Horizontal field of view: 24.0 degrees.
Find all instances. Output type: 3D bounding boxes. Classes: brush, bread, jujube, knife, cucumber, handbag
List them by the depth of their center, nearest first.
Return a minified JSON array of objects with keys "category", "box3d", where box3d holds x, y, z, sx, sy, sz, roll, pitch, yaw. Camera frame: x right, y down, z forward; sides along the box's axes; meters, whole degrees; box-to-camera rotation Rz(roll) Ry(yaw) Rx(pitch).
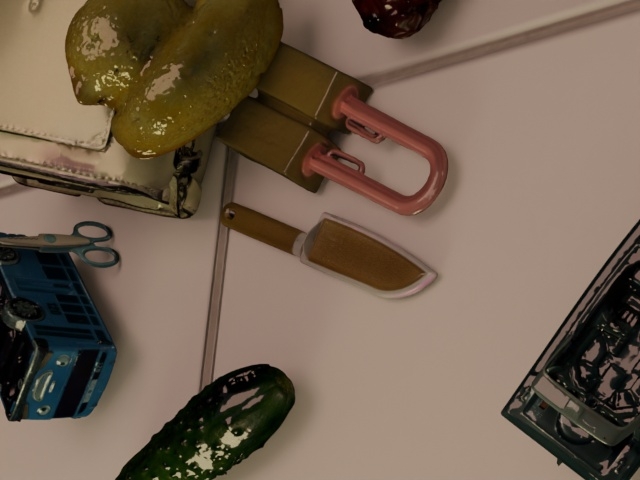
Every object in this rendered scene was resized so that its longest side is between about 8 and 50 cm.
[{"category":"jujube","box3d":[0.067,-0.243,1.185,0.104,0.104,0.166,28,101,47]},{"category":"brush","box3d":[0.016,-0.081,1.200,0.233,0.047,0.103,31,93,46]},{"category":"knife","box3d":[-0.001,0.000,1.201,0.256,0.022,0.046,22,85,47]},{"category":"cucumber","box3d":[-0.103,0.168,1.203,0.227,0.069,0.069,-41,49,30]},{"category":"bread","box3d":[-0.121,-0.168,1.231,0.187,0.065,0.149,-42,85,-6]},{"category":"handbag","box3d":[-0.174,-0.214,1.357,0.236,0.160,0.359,12,82,28]}]

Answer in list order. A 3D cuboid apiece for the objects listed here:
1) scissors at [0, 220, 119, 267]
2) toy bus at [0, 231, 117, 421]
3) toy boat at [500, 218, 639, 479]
[{"category":"scissors","box3d":[-0.244,0.002,1.375,0.014,0.119,0.058,-62,36,40]},{"category":"toy bus","box3d":[-0.255,0.077,1.354,0.090,0.106,0.185,-63,38,25]},{"category":"toy boat","box3d":[0.211,0.042,0.921,0.093,0.103,0.246,38,96,22]}]
